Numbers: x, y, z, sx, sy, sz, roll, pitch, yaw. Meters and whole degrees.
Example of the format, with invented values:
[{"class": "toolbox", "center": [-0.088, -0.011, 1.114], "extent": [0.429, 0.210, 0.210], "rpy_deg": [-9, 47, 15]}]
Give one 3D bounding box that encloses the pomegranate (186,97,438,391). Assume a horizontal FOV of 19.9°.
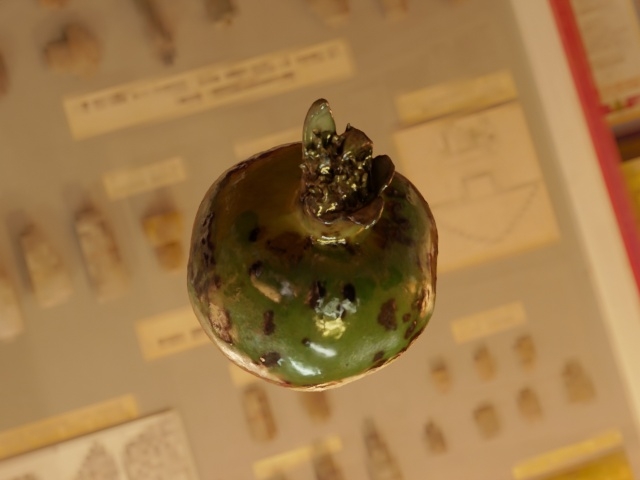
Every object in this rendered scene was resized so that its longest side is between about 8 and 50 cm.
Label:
[{"class": "pomegranate", "center": [0.000, 0.000, 0.838], "extent": [0.122, 0.122, 0.161], "rpy_deg": [-16, 149, -21]}]
